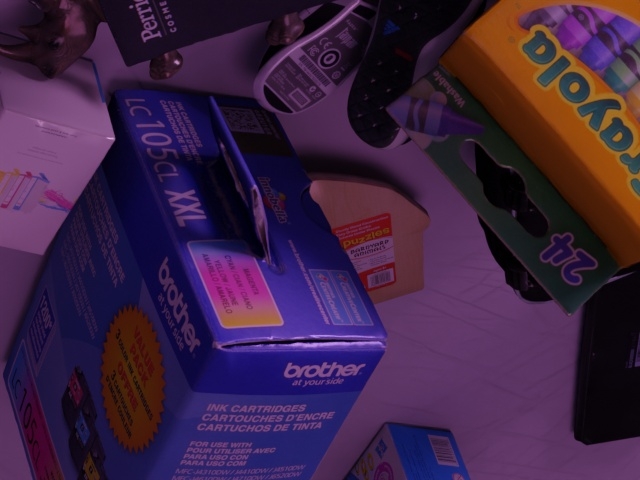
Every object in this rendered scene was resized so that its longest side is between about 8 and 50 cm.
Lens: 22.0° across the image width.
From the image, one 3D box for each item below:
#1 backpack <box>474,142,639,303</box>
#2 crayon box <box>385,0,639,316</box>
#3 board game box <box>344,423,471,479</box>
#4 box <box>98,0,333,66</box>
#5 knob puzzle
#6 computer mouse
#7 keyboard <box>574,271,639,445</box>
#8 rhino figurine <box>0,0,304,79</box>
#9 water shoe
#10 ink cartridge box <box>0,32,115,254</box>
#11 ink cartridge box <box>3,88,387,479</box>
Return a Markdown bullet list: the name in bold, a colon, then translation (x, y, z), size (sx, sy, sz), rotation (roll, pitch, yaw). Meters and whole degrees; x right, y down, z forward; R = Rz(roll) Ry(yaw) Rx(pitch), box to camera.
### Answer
- **backpack**: translation (0.248, -0.084, 1.313), size (0.253, 0.191, 0.225), rotation (-12, 135, -3)
- **crayon box**: translation (0.234, -0.128, 1.156), size (0.323, 0.203, 0.083), rotation (-42, 180, -11)
- **board game box**: translation (0.072, 0.399, 1.663), size (0.086, 0.308, 0.302), rotation (11, 129, -29)
- **box**: translation (-0.027, -0.318, 0.953), size (0.312, 0.179, 0.343), rotation (-17, 137, 1)
- **knob puzzle**: translation (0.000, 0.000, 1.418), size (0.213, 0.030, 0.213), rotation (-13, 143, -10)
- **computer mouse**: translation (0.023, -0.171, 1.248), size (0.193, 0.042, 0.106), rotation (-36, 141, 8)
- **keyboard**: translation (0.359, 0.093, 1.665), size (0.201, 0.033, 0.317), rotation (-8, 138, -4)
- **rhino figurine**: translation (-0.116, -0.175, 1.162), size (0.243, 0.073, 0.106), rotation (-17, 132, -1)
- **water shoe**: translation (0.083, -0.162, 1.222), size (0.080, 0.073, 0.203), rotation (-25, 149, -55)
- **ink cartridge box**: translation (-0.229, -0.064, 1.219), size (0.090, 0.092, 0.143), rotation (14, 129, -33)
- **ink cartridge box**: translation (-0.102, 0.071, 1.277), size (0.151, 0.270, 0.395), rotation (2, 133, -32)
